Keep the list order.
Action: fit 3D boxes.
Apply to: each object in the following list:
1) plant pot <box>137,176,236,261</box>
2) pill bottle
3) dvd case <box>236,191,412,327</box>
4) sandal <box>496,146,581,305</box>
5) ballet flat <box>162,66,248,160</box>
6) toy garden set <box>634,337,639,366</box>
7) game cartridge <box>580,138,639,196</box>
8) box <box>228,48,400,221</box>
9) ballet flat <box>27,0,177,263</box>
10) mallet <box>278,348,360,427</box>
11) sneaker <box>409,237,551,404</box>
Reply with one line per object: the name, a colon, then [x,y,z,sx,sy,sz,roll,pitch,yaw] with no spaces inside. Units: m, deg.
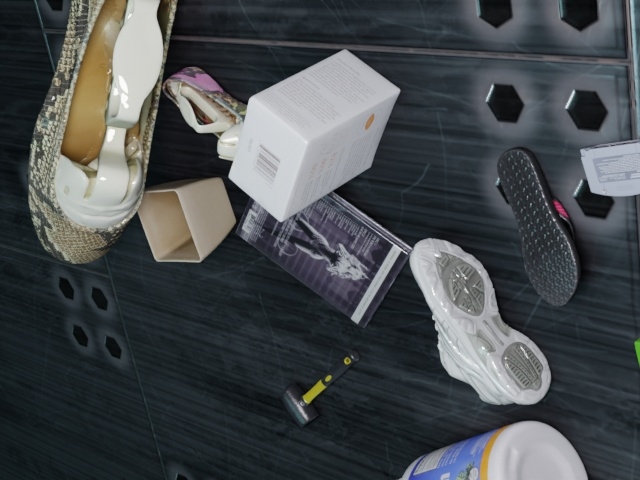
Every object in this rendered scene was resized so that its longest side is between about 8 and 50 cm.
plant pot: [-0.186,-0.038,1.616,0.109,0.096,0.109,-1,113,45]
pill bottle: [0.191,0.329,1.418,0.152,0.152,0.272,57,140,1]
dvd case: [0.000,0.000,1.482,0.221,0.018,0.164,37,137,9]
sandal: [0.246,-0.018,1.236,0.067,0.040,0.179,-23,82,45]
ballet flat: [-0.125,-0.153,1.494,0.221,0.079,0.077,39,136,22]
toy garden set: [0.449,0.210,1.161,0.203,0.049,0.244,0,113,48]
game cartridge: [0.307,-0.073,1.149,0.083,0.017,0.056,-4,108,47]
box: [-0.008,-0.124,1.318,0.091,0.170,0.130,40,137,19]
ballet flat: [-0.277,-0.168,1.477,0.182,0.164,0.483,40,120,55]
mallet: [-0.003,0.200,1.632,0.062,0.039,0.190,48,135,16]
sneaker: [0.167,0.108,1.355,0.232,0.090,0.115,57,144,2]
